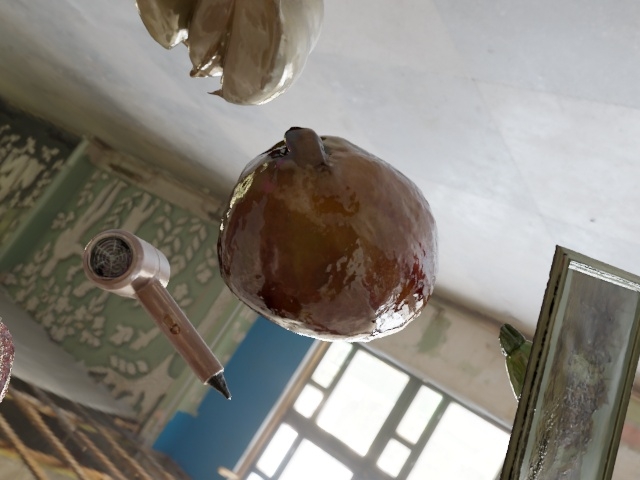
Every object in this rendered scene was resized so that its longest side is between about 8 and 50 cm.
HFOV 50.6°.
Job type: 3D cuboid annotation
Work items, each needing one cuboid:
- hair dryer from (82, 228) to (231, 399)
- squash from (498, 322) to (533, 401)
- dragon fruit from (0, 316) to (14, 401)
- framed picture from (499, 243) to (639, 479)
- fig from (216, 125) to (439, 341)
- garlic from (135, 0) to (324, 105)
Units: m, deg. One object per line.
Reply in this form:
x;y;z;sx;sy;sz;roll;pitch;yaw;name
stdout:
-0.260;0.134;1.167;0.344;0.106;0.189;49;174;9;hair dryer
0.378;0.218;1.266;0.132;0.105;0.105;61;179;22;squash
-0.567;0.186;1.122;0.083;0.106;0.162;3;139;4;dragon fruit
0.290;0.157;0.742;0.217;0.275;0.017;14;179;-38;framed picture
0.003;-0.001;0.693;0.223;0.224;0.263;26;-175;31;fig
-0.111;-0.285;0.834;0.281;0.184;0.203;35;130;12;garlic
